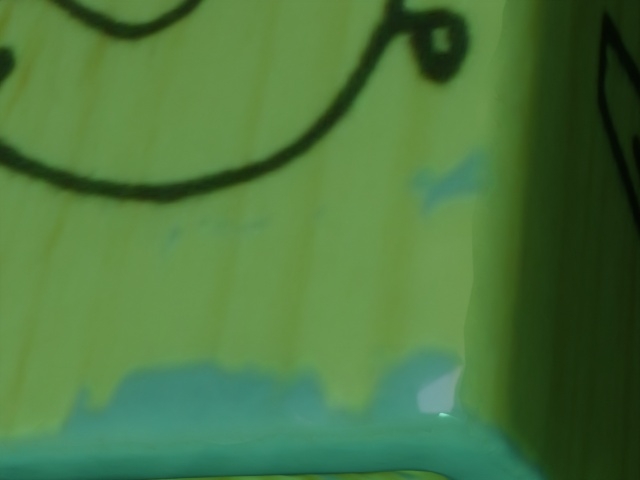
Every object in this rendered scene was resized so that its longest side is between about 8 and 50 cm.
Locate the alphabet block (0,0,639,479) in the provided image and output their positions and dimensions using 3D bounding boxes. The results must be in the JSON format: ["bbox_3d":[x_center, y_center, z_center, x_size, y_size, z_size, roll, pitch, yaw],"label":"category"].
[{"bbox_3d":[0.000,0.000,0.478,0.192,0.193,0.197,-6,60,24],"label":"alphabet block"}]
